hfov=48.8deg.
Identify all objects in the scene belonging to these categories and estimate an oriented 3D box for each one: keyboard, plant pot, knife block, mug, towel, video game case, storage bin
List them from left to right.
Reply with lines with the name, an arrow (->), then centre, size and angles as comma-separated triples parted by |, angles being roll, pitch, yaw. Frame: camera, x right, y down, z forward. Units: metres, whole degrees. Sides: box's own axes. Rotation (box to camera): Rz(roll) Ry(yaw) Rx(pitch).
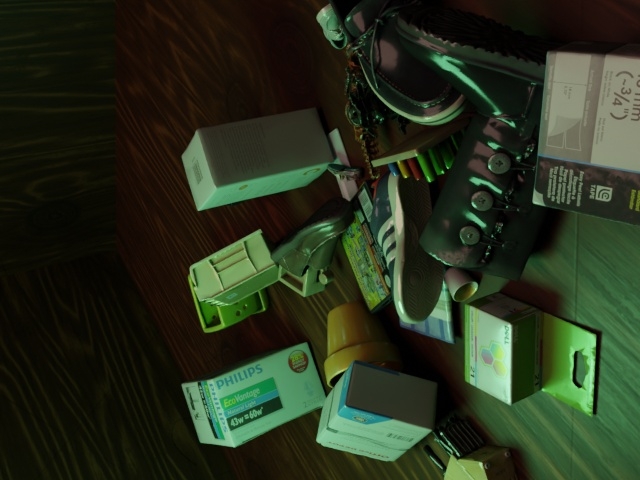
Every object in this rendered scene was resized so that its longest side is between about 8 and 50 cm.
plant pot -> -0.322, 0.186, 2.524 | 0.227, 0.207, 0.228 | -23, 84, 61
storage bin -> -0.254, 0.098, 2.220 | 0.123, 0.260, 0.262 | 63, -179, 11
keyboard -> 0.068, -0.170, 1.890 | 0.072, 0.014, 0.256 | -24, 82, 55
plant pot -> 0.099, 0.272, 1.879 | 0.205, 0.205, 0.188 | 122, 141, -53
video game case -> 0.132, 0.020, 1.786 | 0.275, 0.035, 0.248 | 69, 155, 17
towel -> 0.242, 0.092, 1.692 | 0.209, 0.034, 0.285 | 11, 113, 58
mug -> 0.303, 0.097, 1.566 | 0.064, 0.062, 0.078 | 59, 141, 40
knife block -> 0.355, 0.560, 1.666 | 0.242, 0.088, 0.276 | -24, 83, 61

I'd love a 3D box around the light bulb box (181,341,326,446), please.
light bulb box -> -0.227, 0.513, 2.365 | 0.361, 0.358, 0.225 | -25, 83, 61

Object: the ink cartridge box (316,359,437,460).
ink cartridge box -> 0.137, 0.441, 1.796 | 0.307, 0.223, 0.129 | 114, 170, -56

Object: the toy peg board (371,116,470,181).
toy peg board -> 0.222, -0.178, 1.485 | 0.160, 0.161, 0.079 | -7, 112, 60

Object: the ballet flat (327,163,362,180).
ballet flat -> 0.062, -0.176, 1.849 | 0.114, 0.041, 0.041 | 14, 116, 41

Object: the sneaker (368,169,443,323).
sneaker -> 0.180, 0.012, 1.598 | 0.148, 0.131, 0.350 | -10, 81, 58

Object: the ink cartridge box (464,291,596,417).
ink cartridge box -> 0.411, 0.234, 1.407 | 0.255, 0.097, 0.189 | 24, 124, 55

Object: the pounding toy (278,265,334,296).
pounding toy -> -0.019, 0.068, 2.077 | 0.206, 0.094, 0.181 | 30, 124, 39

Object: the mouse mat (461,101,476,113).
mouse mat -> 0.275, -0.337, 1.460 | 0.189, 0.007, 0.153 | 14, 116, 58

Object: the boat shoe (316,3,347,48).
boat shoe -> 0.034, -0.503, 1.674 | 0.063, 0.066, 0.184 | 56, 177, 6

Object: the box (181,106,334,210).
box -> -0.174, -0.221, 1.922 | 0.215, 0.345, 0.168 | -31, 75, 64

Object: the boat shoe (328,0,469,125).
boat shoe -> 0.134, -0.436, 1.443 | 0.187, 0.156, 0.500 | -34, 63, 14

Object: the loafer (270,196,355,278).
loafer -> 0.000, 0.000, 1.884 | 0.130, 0.134, 0.366 | 45, 148, -6

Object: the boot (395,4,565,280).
boot -> 0.266, -0.166, 1.303 | 0.367, 0.146, 0.445 | 25, 133, 17

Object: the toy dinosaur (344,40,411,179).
toy dinosaur -> 0.124, -0.315, 1.635 | 0.322, 0.164, 0.218 | 64, 169, -18

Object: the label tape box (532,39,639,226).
label tape box -> 0.485, -0.144, 0.996 | 0.333, 0.106, 0.241 | 17, 120, 37

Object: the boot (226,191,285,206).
boot -> -0.201, -0.228, 2.121 | 0.094, 0.207, 0.246 | 40, 136, 45
